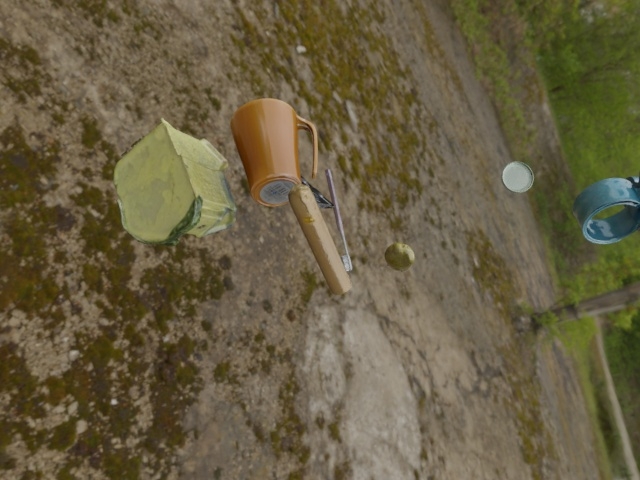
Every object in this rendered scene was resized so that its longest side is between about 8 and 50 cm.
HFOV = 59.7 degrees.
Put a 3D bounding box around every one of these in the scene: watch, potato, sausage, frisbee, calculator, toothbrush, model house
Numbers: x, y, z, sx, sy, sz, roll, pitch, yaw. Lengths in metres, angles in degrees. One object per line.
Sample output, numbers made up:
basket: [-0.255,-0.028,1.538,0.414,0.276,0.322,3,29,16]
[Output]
watch: [0.784,-0.087,1.482,0.211,0.193,0.211,-8,90,-82]
potato: [0.238,0.051,1.701,0.091,0.070,0.138,35,-10,8]
sausage: [-0.001,0.000,1.325,0.066,0.065,0.301,-67,140,-55]
frisbee: [0.669,-0.215,1.899,0.014,0.110,0.110,101,-30,-81]
calculator: [-0.089,-0.170,1.625,0.165,0.028,0.274,8,28,-48]
toothbrush: [0.056,-0.068,1.891,0.029,0.024,0.355,-12,89,-31]
model house: [-0.388,-0.129,1.580,0.266,0.261,0.321,8,53,-60]

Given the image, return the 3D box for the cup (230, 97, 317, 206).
cup: [-0.111,-0.230,1.459,0.182,0.226,0.264,106,-25,-57]
